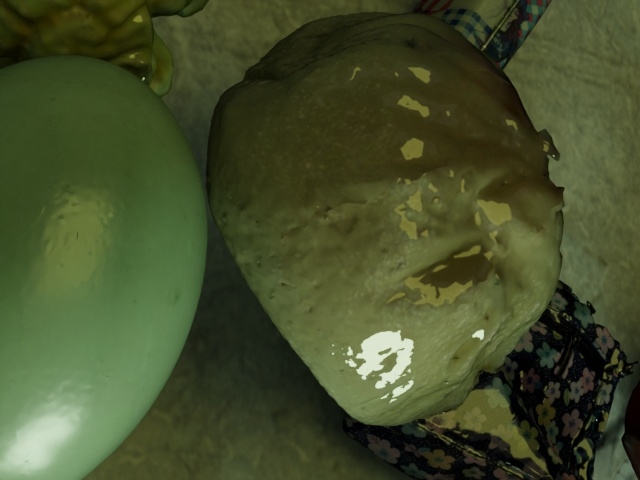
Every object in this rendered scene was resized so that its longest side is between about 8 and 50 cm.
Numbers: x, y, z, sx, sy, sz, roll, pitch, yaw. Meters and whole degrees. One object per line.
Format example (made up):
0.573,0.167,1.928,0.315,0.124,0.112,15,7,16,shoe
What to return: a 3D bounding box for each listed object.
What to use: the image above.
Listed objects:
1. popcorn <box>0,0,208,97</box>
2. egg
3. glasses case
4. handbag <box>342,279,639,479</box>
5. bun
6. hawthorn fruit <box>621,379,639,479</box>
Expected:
-0.153,-0.188,0.847,0.167,0.185,0.187,30,72,3,popcorn
-0.175,0.025,0.766,0.203,0.203,0.282,23,82,-30,egg
0.126,-0.185,1.088,0.076,0.125,0.327,47,57,-19,glasses case
0.129,0.106,1.021,0.229,0.127,0.207,29,52,-11,handbag
0.052,-0.034,0.856,0.281,0.205,0.281,52,12,-15,bun
0.431,0.192,1.156,0.307,0.265,0.265,21,66,-55,hawthorn fruit
